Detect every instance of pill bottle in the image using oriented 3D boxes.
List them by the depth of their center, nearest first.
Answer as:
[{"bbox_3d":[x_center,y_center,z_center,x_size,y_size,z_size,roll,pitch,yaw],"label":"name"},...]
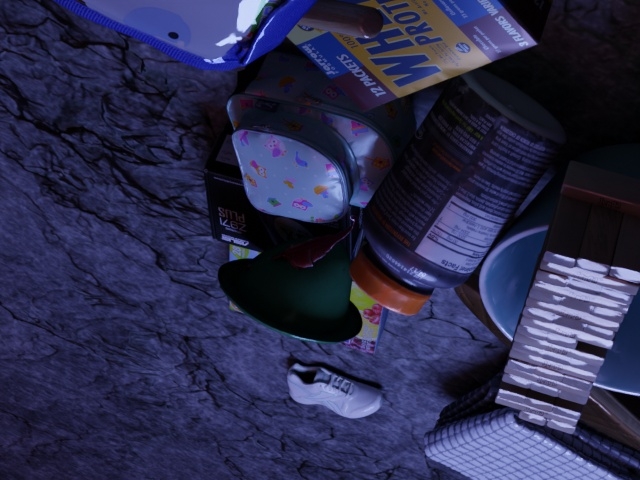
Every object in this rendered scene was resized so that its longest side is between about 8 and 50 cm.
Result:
[{"bbox_3d":[0.127,-0.042,1.403,0.130,0.130,0.245,29,111,-12],"label":"pill bottle"}]

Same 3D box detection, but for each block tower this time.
[{"bbox_3d":[0.240,0.066,1.333,0.091,0.097,0.335,16,147,8],"label":"block tower"}]

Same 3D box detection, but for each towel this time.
[{"bbox_3d":[0.313,0.277,1.894,0.284,0.121,0.235,29,149,-14],"label":"towel"}]

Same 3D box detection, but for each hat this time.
[{"bbox_3d":[0.000,0.000,1.568,0.208,0.173,0.183,39,119,38],"label":"hat"}]

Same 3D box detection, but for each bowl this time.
[{"bbox_3d":[0.336,0.016,1.441,0.312,0.163,0.311,16,147,10],"label":"bowl"}]

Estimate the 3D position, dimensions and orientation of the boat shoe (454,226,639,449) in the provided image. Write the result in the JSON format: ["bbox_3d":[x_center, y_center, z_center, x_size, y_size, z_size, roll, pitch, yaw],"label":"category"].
[{"bbox_3d":[0.309,0.118,1.646,0.342,0.123,0.123,43,168,-15],"label":"boat shoe"}]

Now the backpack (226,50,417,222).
[{"bbox_3d":[0.003,-0.106,1.479,0.188,0.144,0.166,5,140,14],"label":"backpack"}]

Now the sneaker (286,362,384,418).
[{"bbox_3d":[0.018,0.218,2.036,0.152,0.053,0.061,9,143,20],"label":"sneaker"}]

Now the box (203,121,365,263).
[{"bbox_3d":[-0.038,-0.048,1.646,0.180,0.077,0.147,15,149,10],"label":"box"}]

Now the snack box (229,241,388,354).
[{"bbox_3d":[-0.012,0.053,1.789,0.207,0.070,0.174,18,149,9],"label":"snack box"}]

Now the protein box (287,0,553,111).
[{"bbox_3d":[0.089,-0.247,1.156,0.200,0.201,0.136,-17,132,45],"label":"protein box"}]

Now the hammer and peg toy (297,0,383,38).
[{"bbox_3d":[0.004,-0.305,0.992,0.266,0.127,0.361,34,132,45],"label":"hammer and peg toy"}]

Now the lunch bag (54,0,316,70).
[{"bbox_3d":[-0.106,-0.310,0.803,0.385,0.239,0.328,47,146,-3],"label":"lunch bag"}]
